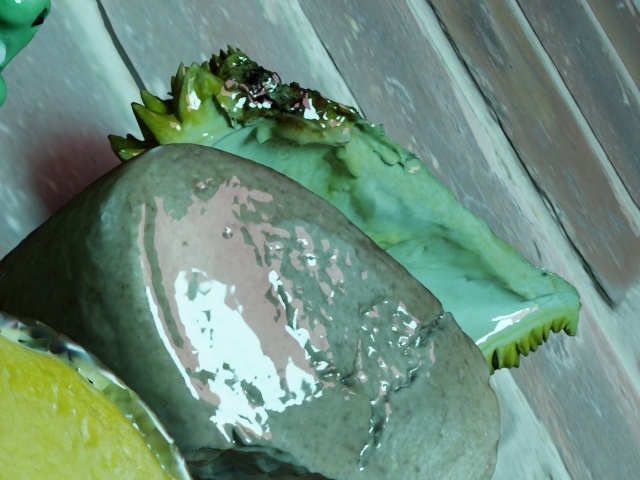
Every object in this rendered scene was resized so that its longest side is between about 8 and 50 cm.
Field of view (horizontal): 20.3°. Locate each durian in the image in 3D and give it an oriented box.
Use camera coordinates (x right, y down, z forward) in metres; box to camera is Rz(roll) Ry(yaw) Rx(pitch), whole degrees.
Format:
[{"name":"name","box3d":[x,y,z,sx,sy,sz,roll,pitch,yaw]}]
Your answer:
[{"name":"durian","box3d":[0.000,0.000,0.770,0.252,0.139,0.144,43,23,-32]}]

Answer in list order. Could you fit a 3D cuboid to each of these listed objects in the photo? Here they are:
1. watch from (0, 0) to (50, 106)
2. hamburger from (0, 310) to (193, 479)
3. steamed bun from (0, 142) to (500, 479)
[{"name":"watch","box3d":[-0.188,-0.067,0.521,0.152,0.131,0.165,42,26,6]},{"name":"hamburger","box3d":[-0.104,0.102,0.458,0.182,0.118,0.191,49,28,-30]},{"name":"steamed bun","box3d":[-0.036,0.057,0.619,0.175,0.145,0.106,35,50,-23]}]
